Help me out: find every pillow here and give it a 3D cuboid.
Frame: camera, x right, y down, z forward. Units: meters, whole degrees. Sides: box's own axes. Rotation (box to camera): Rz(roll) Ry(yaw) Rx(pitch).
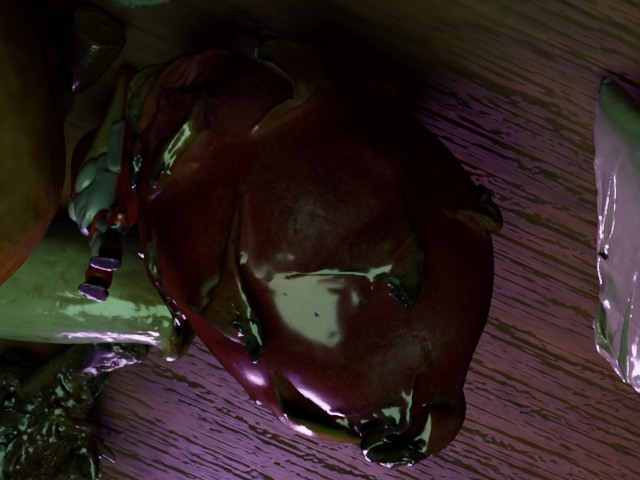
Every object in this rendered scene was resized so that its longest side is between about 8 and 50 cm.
[{"bbox_3d":[0.261,0.026,1.369,0.173,0.067,0.270,28,140,33],"label":"pillow"}]

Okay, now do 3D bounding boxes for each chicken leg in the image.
[{"bbox_3d":[-0.216,0.128,1.616,0.125,0.080,0.196,14,124,-9],"label":"chicken leg"}]

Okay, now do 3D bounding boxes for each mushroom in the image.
[{"bbox_3d":[-0.235,0.031,1.523,0.312,0.081,0.100,5,89,12],"label":"mushroom"}]

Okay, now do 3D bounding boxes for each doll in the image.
[{"bbox_3d":[-0.148,-0.032,1.398,0.057,0.169,0.109,6,133,-16],"label":"doll"}]

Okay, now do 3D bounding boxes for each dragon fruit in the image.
[{"bbox_3d":[0.002,0.004,1.337,0.250,0.250,0.315,-39,70,36],"label":"dragon fruit"}]

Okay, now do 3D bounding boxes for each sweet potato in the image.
[{"bbox_3d":[-0.186,-0.122,1.411,0.049,0.049,0.117,39,128,-17],"label":"sweet potato"}]

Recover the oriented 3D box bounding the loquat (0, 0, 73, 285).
[{"bbox_3d":[-0.326,-0.079,1.316,0.328,0.328,0.328,8,130,9],"label":"loquat"}]

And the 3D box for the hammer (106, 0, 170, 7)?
[{"bbox_3d":[-0.129,-0.199,1.347,0.053,0.031,0.083,-2,118,14],"label":"hammer"}]
